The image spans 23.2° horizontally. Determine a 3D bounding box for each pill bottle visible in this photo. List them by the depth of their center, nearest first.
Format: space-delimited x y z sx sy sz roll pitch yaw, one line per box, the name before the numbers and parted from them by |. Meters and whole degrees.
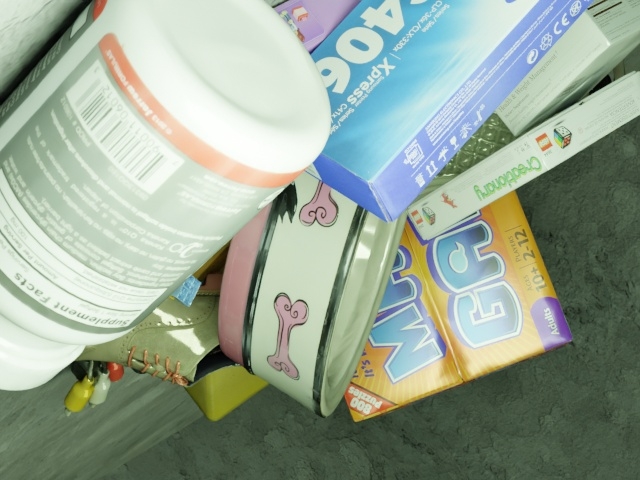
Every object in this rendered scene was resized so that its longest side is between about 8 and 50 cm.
pill bottle | -0.179 -0.045 1.275 0.363 0.210 0.210 -41 170 30

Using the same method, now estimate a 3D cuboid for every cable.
cable | -0.322 0.176 2.347 0.139 0.072 0.287 -39 173 -27

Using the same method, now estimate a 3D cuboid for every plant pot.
plant pot | -0.140 0.098 2.279 0.212 0.212 0.187 -34 159 -16

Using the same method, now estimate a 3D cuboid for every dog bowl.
dog bowl | 0.000 0.000 1.893 0.408 0.150 0.408 18 90 -81

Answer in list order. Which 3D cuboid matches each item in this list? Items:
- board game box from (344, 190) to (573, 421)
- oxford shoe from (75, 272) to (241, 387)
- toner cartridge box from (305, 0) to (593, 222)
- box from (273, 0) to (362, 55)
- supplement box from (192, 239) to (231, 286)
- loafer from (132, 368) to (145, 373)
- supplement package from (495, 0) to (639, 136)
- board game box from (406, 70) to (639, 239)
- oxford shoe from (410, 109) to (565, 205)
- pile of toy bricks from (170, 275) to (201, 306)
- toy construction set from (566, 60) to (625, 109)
board game box | 0.174 0.063 2.516 0.356 0.356 0.356 -21 173 5
oxford shoe | -0.212 0.126 2.017 0.348 0.130 0.123 -8 151 -14
toner cartridge box | 0.115 -0.193 1.517 0.348 0.165 0.075 -48 144 -12
box | -0.016 -0.196 1.633 0.293 0.057 0.201 -32 170 -31
supplement box | -0.158 0.004 2.069 0.080 0.078 0.233 -29 169 -44
loafer | -0.250 0.165 2.626 0.170 0.062 0.061 -37 167 -9
supplement package | 0.263 -0.274 1.851 0.149 0.203 0.194 -29 167 -43
board game box | 0.254 -0.101 1.924 0.193 0.053 0.305 -30 178 -28
oxford shoe | 0.150 -0.129 2.258 0.449 0.169 0.130 -27 172 9
pile of toy bricks | -0.166 -0.029 1.782 0.212 0.105 0.118 -64 149 -11
toy construction set | 0.395 -0.346 2.105 0.309 0.257 0.237 -24 -136 33
